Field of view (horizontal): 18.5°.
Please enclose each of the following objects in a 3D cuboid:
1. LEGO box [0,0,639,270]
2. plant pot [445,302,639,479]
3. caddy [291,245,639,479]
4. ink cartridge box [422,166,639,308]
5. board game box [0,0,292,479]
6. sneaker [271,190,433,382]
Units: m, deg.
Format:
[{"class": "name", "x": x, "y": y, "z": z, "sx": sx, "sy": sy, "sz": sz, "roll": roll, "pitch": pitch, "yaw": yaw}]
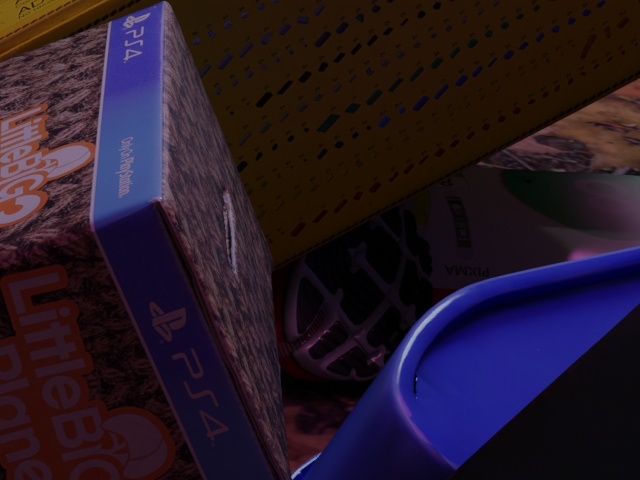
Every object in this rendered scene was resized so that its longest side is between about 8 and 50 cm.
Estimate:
[{"class": "LEGO box", "x": -0.010, "y": -0.179, "z": 1.170, "sx": 0.500, "sy": 0.193, "sz": 0.372, "roll": -28, "pitch": 29, "yaw": 0}, {"class": "plant pot", "x": 0.201, "y": 0.099, "z": 0.633, "sx": 0.165, "sy": 0.165, "sz": 0.234, "roll": -27, "pitch": 73, "yaw": -45}, {"class": "caddy", "x": 0.130, "y": 0.143, "z": 0.807, "sx": 0.341, "sy": 0.179, "sz": 0.241, "roll": -10, "pitch": 52, "yaw": -37}, {"class": "ink cartridge box", "x": 0.146, "y": 0.018, "z": 1.244, "sx": 0.181, "sy": 0.056, "sz": 0.224, "roll": 4, "pitch": 23, "yaw": -10}, {"class": "board game box", "x": -0.172, "y": 0.045, "z": 0.816, "sx": 0.291, "sy": 0.141, "sz": 0.232, "roll": -20, "pitch": 24, "yaw": 4}, {"class": "sneaker", "x": 0.000, "y": 0.000, "z": 1.198, "sx": 0.118, "sy": 0.107, "sz": 0.279, "roll": -23, "pitch": 27, "yaw": 25}]
